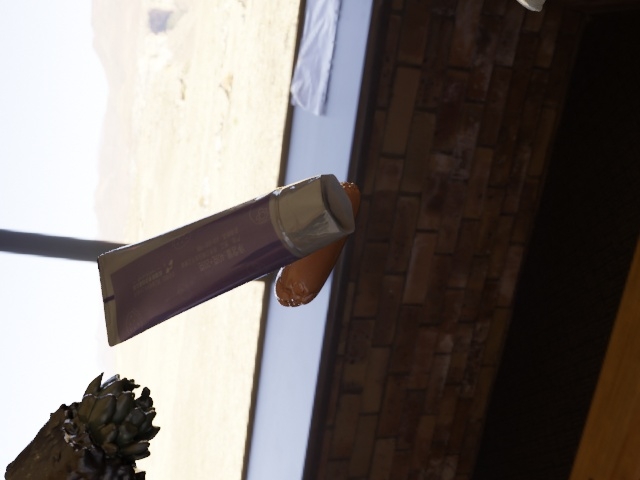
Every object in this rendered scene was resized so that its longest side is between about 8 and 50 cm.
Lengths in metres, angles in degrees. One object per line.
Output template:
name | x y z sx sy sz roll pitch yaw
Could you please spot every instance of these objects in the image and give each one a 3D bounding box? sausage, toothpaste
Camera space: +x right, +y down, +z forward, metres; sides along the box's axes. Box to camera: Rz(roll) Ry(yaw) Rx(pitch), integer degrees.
sausage | 0.001 -0.001 1.046 0.289 0.086 0.086 -61 -2 -40
toothpaste | -0.138 0.020 0.694 0.371 0.080 0.125 -21 74 24

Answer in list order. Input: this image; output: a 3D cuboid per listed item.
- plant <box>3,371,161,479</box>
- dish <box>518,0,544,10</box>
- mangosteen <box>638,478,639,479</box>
plant | -0.292 0.271 0.746 0.132 0.194 0.129 39 169 50
dish | 0.369 -0.479 1.053 0.137 0.039 0.091 76 170 -54
mangosteen | 0.799 0.573 1.172 0.330 0.330 0.330 -176 90 -72
